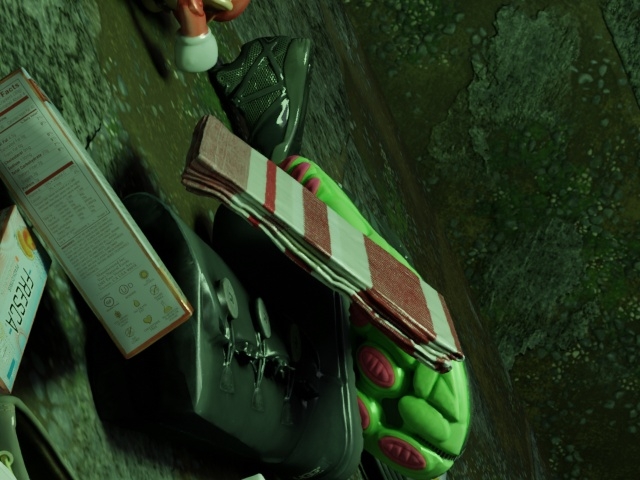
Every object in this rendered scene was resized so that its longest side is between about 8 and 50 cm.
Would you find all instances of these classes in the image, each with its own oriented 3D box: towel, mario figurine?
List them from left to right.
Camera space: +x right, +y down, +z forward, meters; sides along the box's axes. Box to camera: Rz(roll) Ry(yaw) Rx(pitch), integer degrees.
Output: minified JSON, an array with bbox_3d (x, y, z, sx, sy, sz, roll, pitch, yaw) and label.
[{"bbox_3d":[-0.204,-0.315,1.875,0.320,0.170,0.198,14,91,-62],"label":"mario figurine"},{"bbox_3d":[0.000,0.000,1.606,0.329,0.037,0.237,38,11,-9],"label":"towel"}]

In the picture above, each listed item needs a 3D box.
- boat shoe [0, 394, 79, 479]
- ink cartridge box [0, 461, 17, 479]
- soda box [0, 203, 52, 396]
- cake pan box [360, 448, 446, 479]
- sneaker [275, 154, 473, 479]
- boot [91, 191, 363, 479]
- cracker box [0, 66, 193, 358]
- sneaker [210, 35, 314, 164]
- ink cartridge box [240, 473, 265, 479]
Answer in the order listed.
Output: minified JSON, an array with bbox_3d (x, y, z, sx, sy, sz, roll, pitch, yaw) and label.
[{"bbox_3d":[-0.176,0.217,1.088,0.109,0.091,0.305,-96,161,-49],"label":"boat shoe"},{"bbox_3d":[-0.219,0.231,0.865,0.237,0.100,0.172,-96,160,-47],"label":"ink cartridge box"},{"bbox_3d":[-0.245,0.049,1.139,0.183,0.063,0.058,-87,152,-61],"label":"soda box"},{"bbox_3d":[0.099,0.271,2.227,0.246,0.070,0.267,64,14,-10],"label":"cake pan box"},{"bbox_3d":[0.072,0.081,1.895,0.202,0.185,0.483,26,26,-43],"label":"sneaker"},{"bbox_3d":[-0.106,0.049,1.598,0.445,0.146,0.367,33,35,-62],"label":"boot"},{"bbox_3d":[-0.192,-0.019,1.276,0.232,0.067,0.156,56,-4,-1],"label":"cracker box"},{"bbox_3d":[-0.087,-0.167,2.148,0.087,0.130,0.227,15,82,-80],"label":"sneaker"},{"bbox_3d":[-0.073,0.285,1.417,0.143,0.090,0.092,-92,157,-55],"label":"ink cartridge box"}]
